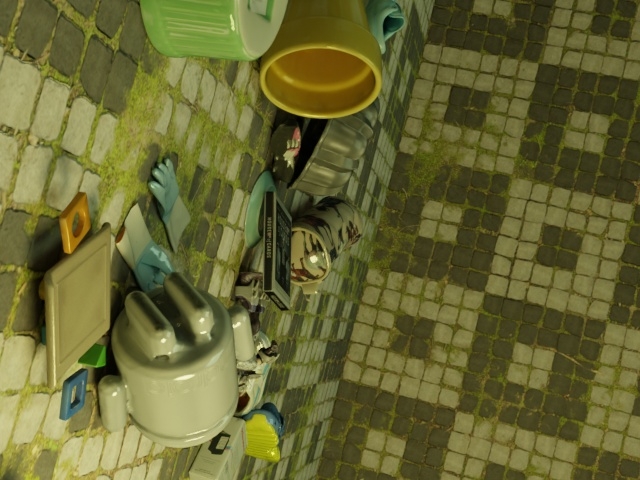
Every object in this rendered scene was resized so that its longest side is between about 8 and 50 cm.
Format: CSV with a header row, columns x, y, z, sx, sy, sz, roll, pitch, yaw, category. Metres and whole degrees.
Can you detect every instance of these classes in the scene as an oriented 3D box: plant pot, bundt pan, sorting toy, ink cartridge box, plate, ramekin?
x,y,z,sx,sy,sz,roll,pitch,yaw,category
0.004,-0.425,1.926,0.254,0.254,0.239,79,11,-62,plant pot
0.041,-0.248,2.205,0.330,0.124,0.331,-62,-170,20,bundt pan
-0.354,0.085,1.294,0.196,0.047,0.347,-62,162,-62,sorting toy
-0.242,0.523,2.175,0.127,0.072,0.175,90,18,-45,ink cartridge box
-0.135,-0.071,2.139,0.188,0.024,0.188,13,90,-78,plate
-0.148,-0.424,1.415,0.303,0.148,0.303,14,90,-78,ramekin

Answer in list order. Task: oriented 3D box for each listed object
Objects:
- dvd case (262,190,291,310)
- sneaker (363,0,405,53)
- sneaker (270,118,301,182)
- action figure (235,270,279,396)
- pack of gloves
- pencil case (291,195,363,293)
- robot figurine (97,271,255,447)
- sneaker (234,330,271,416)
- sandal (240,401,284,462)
x,y,z,sx,sy,sz,roll,pitch,yaw,category
-0.099,0.027,2.114,0.179,0.030,0.238,59,30,-69,dvd case
0.179,-0.655,2.616,0.135,0.150,0.365,85,22,-58,sneaker
-0.080,-0.225,2.147,0.178,0.072,0.077,107,0,-50,sneaker
-0.169,0.217,2.096,0.185,0.099,0.284,22,74,-61,action figure
-0.267,-0.015,1.569,0.232,0.046,0.195,82,26,-60,pack of gloves
0.000,0.000,2.488,0.410,0.160,0.183,-44,137,-68,pencil case
-0.244,0.218,1.555,0.300,0.200,0.353,-25,140,-23,robot figurine
-0.176,0.325,2.238,0.092,0.087,0.228,-41,141,-66,sneaker
-0.156,0.498,2.456,0.317,0.126,0.138,96,8,-66,sandal
